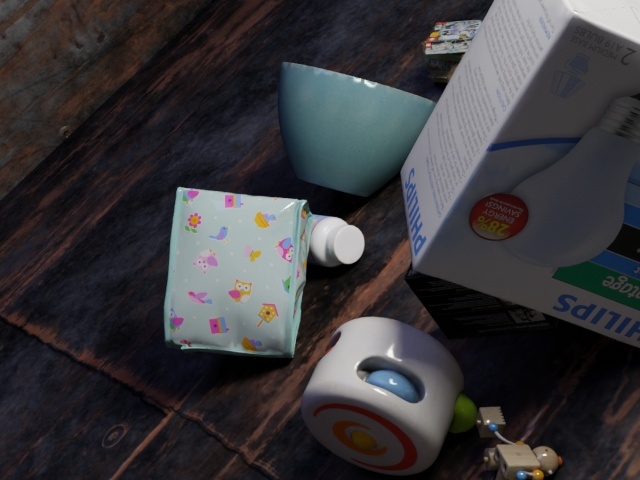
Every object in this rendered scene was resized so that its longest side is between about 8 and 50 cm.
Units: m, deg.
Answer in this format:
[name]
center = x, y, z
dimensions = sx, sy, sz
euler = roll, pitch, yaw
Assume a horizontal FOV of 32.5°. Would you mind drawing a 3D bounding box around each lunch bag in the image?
[lunch bag]
center = -0.134, 0.059, 1.787
dimensions = 0.223, 0.160, 0.262
euler = 5, 84, 4

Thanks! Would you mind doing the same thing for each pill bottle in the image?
[pill bottle]
center = 0.000, 0.000, 1.902
dimensions = 0.160, 0.087, 0.087
euler = 9, 52, 51

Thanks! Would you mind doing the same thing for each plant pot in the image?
[plant pot]
center = 0.046, -0.189, 1.981
dimensions = 0.290, 0.290, 0.195
euler = 22, 98, 57

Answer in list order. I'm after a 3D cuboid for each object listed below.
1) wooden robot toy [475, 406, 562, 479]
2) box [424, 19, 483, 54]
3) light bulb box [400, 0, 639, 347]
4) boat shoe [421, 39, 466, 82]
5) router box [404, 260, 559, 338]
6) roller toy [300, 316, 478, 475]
[wooden robot toy]
center = 0.245, 0.268, 1.310
dimensions = 0.079, 0.076, 0.173
euler = -3, 28, -12
[box]
center = 0.254, -0.384, 2.073
dimensions = 0.094, 0.027, 0.137
euler = -1, 25, 16
[light bulb box]
center = 0.331, -0.103, 1.295
dimensions = 0.225, 0.358, 0.361
euler = -90, 23, -54
[boat shoe]
center = 0.294, -0.324, 2.074
dimensions = 0.105, 0.089, 0.285
euler = -18, 26, -21
[router box]
center = 0.224, 0.072, 1.517
dimensions = 0.179, 0.133, 0.046
euler = -10, 40, 38
[roller toy]
center = 0.076, 0.207, 1.420
dimensions = 0.209, 0.191, 0.146
euler = -8, 41, 40
